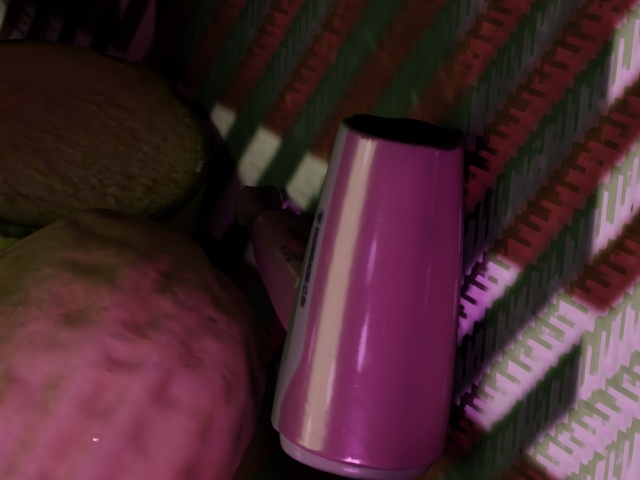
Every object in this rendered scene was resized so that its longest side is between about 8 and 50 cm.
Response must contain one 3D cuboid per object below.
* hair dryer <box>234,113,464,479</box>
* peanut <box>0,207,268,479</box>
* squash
[{"bbox_3d":[-0.002,0.006,0.631,0.154,0.054,0.106,-151,65,-65],"label":"hair dryer"},{"bbox_3d":[-0.107,0.110,0.652,0.257,0.123,0.123,-64,23,-12],"label":"peanut"},{"bbox_3d":[-0.128,0.050,0.805,0.132,0.132,0.247,-120,34,-43],"label":"squash"}]
